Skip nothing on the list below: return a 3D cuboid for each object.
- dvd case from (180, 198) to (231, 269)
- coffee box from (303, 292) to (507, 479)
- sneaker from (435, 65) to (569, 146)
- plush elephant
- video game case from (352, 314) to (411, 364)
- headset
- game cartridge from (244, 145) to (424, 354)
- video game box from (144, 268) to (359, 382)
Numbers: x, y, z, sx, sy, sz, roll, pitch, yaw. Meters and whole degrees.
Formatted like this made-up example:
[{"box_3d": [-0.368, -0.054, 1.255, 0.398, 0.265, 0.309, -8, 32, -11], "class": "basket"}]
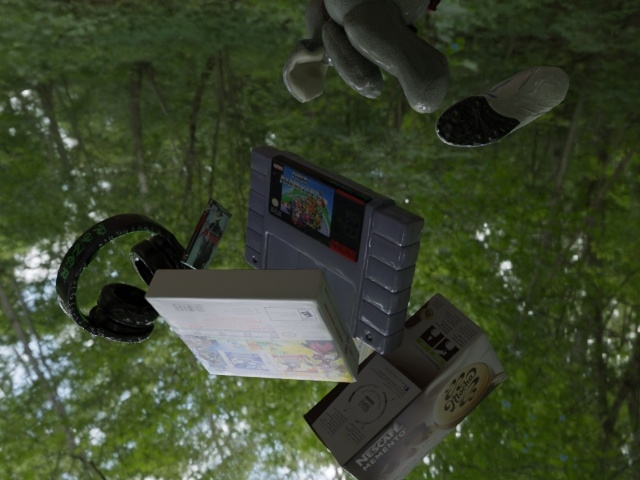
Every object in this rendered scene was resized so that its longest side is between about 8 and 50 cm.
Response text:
[{"box_3d": [-0.198, -0.006, 1.092, 0.013, 0.087, 0.119, 19, -100, 17], "class": "dvd case"}, {"box_3d": [0.143, 0.253, 1.016, 0.297, 0.168, 0.119, -42, -136, -6], "class": "coffee box"}, {"box_3d": [0.287, -0.211, 1.004, 0.237, 0.085, 0.086, -25, -172, -12], "class": "sneaker"}, {"box_3d": [0.070, -0.322, 0.901, 0.330, 0.272, 0.255, 22, 175, 2], "class": "plush elephant"}, {"box_3d": [0.159, 0.244, 1.290, 0.206, 0.227, 0.026, 22, -143, 13], "class": "video game case"}, {"box_3d": [-0.336, 0.109, 1.253, 0.185, 0.394, 0.243, 33, -97, 31], "class": "headset"}, {"box_3d": [0.000, 0.000, 1.001, 0.068, 0.230, 0.355, -21, -144, -37], "class": "game cartridge"}, {"box_3d": [-0.072, 0.103, 0.737, 0.205, 0.187, 0.048, -1, -131, 19], "class": "video game box"}]
